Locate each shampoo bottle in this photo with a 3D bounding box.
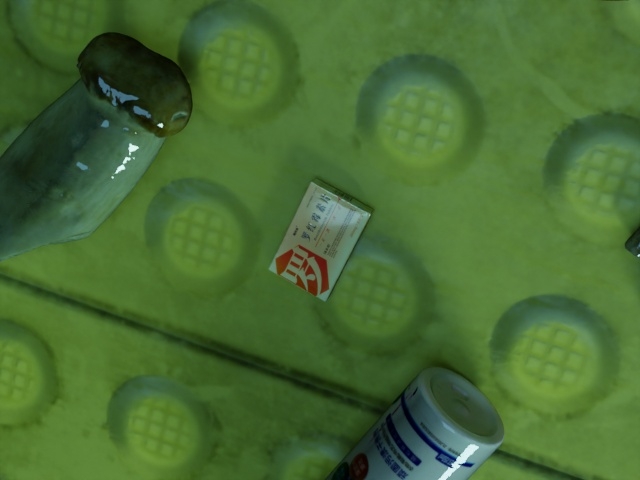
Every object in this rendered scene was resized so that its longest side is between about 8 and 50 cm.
[{"bbox_3d":[0.032,0.241,1.267,0.092,0.092,0.303,41,115,1],"label":"shampoo bottle"}]

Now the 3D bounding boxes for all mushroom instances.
[{"bbox_3d":[-0.233,-0.046,1.261,0.107,0.087,0.333,48,118,3],"label":"mushroom"}]

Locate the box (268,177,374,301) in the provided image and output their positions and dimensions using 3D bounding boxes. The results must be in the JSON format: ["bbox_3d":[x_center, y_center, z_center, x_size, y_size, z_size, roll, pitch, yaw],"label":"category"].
[{"bbox_3d":[0.000,0.000,1.237,0.058,0.015,0.093,29,113,5],"label":"box"}]

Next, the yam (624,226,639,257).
[{"bbox_3d":[0.282,-0.030,1.134,0.021,0.021,0.116,42,114,1],"label":"yam"}]
